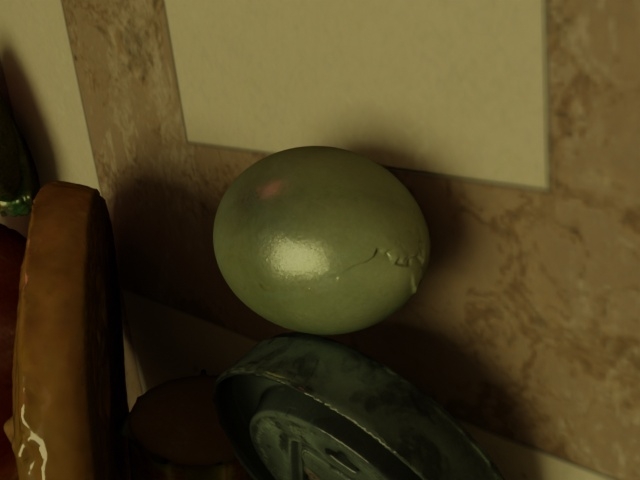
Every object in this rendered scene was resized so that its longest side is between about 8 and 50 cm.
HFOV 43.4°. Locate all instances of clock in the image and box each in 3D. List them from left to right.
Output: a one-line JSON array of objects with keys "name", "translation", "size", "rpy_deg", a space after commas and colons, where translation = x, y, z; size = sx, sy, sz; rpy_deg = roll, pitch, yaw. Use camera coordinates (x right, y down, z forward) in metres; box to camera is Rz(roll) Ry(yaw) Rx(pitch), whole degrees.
[{"name": "clock", "translation": [0.026, 0.155, 0.535], "size": [0.226, 0.049, 0.226], "rpy_deg": [29, 144, 23]}]

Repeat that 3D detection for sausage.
[{"name": "sausage", "translation": [-0.108, 0.265, 0.740], "size": [0.117, 0.125, 0.317], "rpy_deg": [30, 131, 32]}]

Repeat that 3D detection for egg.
[{"name": "egg", "translation": [0.000, 0.000, 0.489], "size": [0.152, 0.114, 0.114], "rpy_deg": [14, 118, 45]}]

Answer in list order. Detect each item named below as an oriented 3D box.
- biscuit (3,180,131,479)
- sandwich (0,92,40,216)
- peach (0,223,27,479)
[{"name": "biscuit", "translation": [-0.199, 0.136, 0.659], "size": [0.385, 0.062, 0.365], "rpy_deg": [-133, 39, -74]}, {"name": "sandwich", "translation": [-0.395, -0.098, 0.849], "size": [0.109, 0.160, 0.185], "rpy_deg": [46, -160, -79]}, {"name": "peach", "translation": [-0.448, 0.127, 0.861], "size": [0.290, 0.372, 0.373], "rpy_deg": [-3, 105, 46]}]
